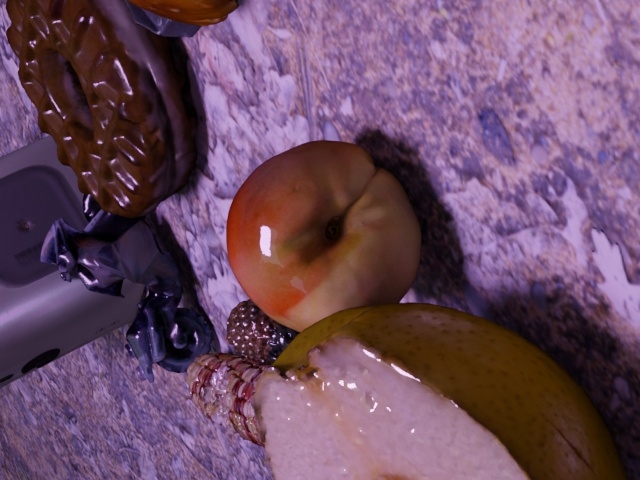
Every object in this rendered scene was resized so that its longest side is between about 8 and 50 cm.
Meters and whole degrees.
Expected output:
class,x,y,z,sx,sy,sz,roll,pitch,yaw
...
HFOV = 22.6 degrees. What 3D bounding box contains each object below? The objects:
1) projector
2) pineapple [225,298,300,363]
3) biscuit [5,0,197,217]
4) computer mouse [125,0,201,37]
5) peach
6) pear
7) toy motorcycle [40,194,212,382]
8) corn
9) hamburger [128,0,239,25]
class,x,y,z,sx,sy,sz,roll,pitch,yaw
projector,-0.405,0.031,2.166,0.248,0.249,0.248,56,156,14
pineapple,-0.035,0.113,1.750,0.159,0.074,0.074,24,135,46
biscuit,-0.254,-0.181,1.842,0.332,0.103,0.332,43,147,36
computer mouse,-0.157,-0.292,1.587,0.231,0.071,0.126,56,143,35
peach,0.000,0.000,1.449,0.184,0.184,0.184,44,149,36
pear,0.139,0.209,1.353,0.340,0.191,0.386,-26,98,54
toy motorcycle,-0.249,0.054,1.999,0.106,0.159,0.270,177,70,-82
corn,-0.082,0.183,1.871,0.290,0.098,0.098,9,122,61
hamburger,-0.175,-0.316,1.361,0.314,0.170,0.290,41,180,12
